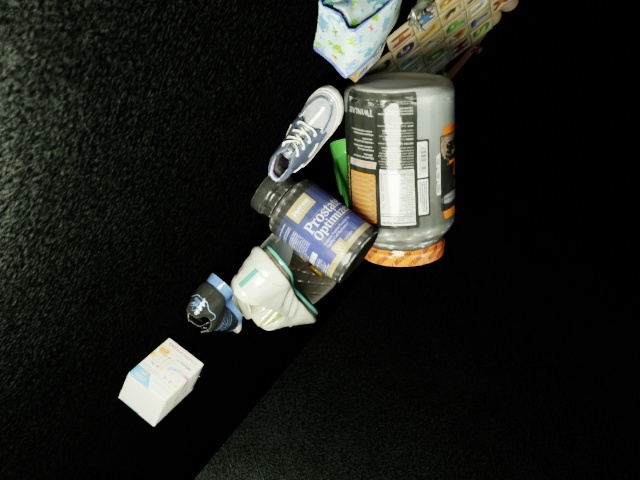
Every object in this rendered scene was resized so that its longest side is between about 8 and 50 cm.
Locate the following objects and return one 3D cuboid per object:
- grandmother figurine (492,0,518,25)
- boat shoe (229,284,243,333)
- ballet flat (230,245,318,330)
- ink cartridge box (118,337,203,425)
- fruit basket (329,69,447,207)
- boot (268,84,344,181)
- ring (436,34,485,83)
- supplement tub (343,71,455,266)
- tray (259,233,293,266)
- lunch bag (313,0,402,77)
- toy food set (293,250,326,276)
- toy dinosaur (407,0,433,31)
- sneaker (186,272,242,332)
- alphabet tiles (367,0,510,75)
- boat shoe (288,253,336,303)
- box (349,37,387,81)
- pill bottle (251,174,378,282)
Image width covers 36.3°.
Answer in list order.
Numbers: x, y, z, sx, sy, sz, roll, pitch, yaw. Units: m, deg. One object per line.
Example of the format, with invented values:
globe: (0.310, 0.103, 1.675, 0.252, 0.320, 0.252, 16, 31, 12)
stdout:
grandmother figurine: (0.361, -0.534, 2.111, 0.208, 0.104, 0.342, -66, 169, 20)
boat shoe: (-0.186, 0.142, 2.088, 0.063, 0.066, 0.184, -48, 160, -19)
ballet flat: (-0.105, 0.117, 2.025, 0.139, 0.139, 0.400, -51, 162, -8)
ink cartridge box: (-0.302, 0.267, 1.887, 0.143, 0.092, 0.090, -44, 166, -47)
fruit basket: (0.166, -0.198, 2.144, 0.392, 0.282, 0.392, -5, 90, -88)
boot: (-0.026, -0.176, 1.661, 0.086, 0.069, 0.190, -47, 171, -44)
ring: (0.385, -0.510, 2.488, 0.337, 0.032, 0.336, -51, 171, -12)
supplement tub: (0.151, -0.135, 1.840, 0.207, 0.207, 0.338, -37, 129, -57)
tray: (-0.110, 0.044, 2.163, 0.145, 0.030, 0.270, -49, 169, -25)
lunch bag: (0.068, -0.340, 1.449, 0.151, 0.096, 0.129, -39, 166, -17)
toy food set: (0.000, 0.000, 2.270, 0.104, 0.111, 0.232, -50, 167, -11)
toy dinosaur: (0.182, -0.440, 1.716, 0.268, 0.064, 0.118, -38, 143, -46)
sneaker: (-0.214, 0.141, 1.907, 0.090, 0.081, 0.232, -47, 162, -16)
alphabet tiles: (0.242, -0.409, 1.930, 0.342, 0.011, 0.285, -38, 163, 3)
boat shoe: (-0.002, 0.071, 2.461, 0.355, 0.132, 0.130, -45, 168, -30)
box: (0.085, -0.340, 1.729, 0.081, 0.028, 0.136, -47, 171, -28)
pill bottle: (-0.014, -0.033, 1.779, 0.123, 0.219, 0.123, -51, 170, -12)
